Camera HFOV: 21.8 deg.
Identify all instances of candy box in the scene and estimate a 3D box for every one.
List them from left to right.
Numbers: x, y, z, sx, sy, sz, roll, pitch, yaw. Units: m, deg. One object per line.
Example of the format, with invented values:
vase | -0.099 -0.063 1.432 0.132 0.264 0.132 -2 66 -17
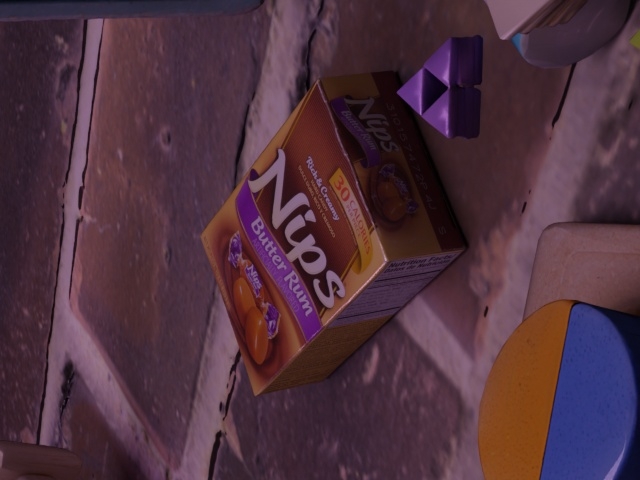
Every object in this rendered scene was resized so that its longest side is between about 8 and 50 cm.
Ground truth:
candy box | 0.000 0.000 0.915 0.186 0.053 0.109 -48 57 53

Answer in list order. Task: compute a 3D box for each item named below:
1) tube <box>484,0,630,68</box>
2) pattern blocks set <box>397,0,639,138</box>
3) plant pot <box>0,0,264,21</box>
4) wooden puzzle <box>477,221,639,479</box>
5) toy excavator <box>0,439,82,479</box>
tube | 0.068 -0.167 0.751 0.080 0.052 0.207 -52 50 34
pattern blocks set | 0.105 -0.181 0.635 0.325 0.026 0.285 -57 45 36
plant pot | -0.178 -0.275 0.962 0.252 0.248 0.247 -127 36 -65
wooden puzzle | 0.135 0.149 0.594 0.348 0.081 0.322 2 79 61
toy excavator | -0.123 0.371 1.083 0.433 0.222 0.445 2 80 41
